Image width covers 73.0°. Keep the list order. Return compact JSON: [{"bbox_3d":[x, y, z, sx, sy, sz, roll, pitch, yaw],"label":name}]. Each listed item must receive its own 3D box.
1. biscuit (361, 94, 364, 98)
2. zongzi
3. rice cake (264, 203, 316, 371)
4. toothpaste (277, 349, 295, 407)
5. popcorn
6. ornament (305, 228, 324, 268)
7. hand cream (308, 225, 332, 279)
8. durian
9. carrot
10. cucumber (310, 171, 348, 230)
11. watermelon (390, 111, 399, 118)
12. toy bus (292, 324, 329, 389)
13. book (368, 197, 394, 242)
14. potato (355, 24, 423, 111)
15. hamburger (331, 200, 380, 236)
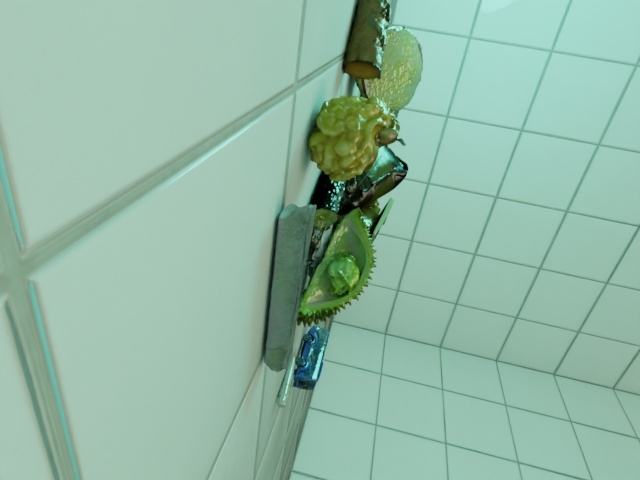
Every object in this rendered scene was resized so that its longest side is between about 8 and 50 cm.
[{"bbox_3d":[0.185,-0.593,1.711,0.199,0.041,0.121,98,10,-51],"label":"biscuit"},{"bbox_3d":[0.086,-0.257,1.315,0.290,0.317,0.154,-30,179,-41],"label":"zongzi"},{"bbox_3d":[-0.060,0.090,0.768,0.072,0.056,0.364,-68,169,-59],"label":"rice cake"},{"bbox_3d":[-0.093,0.403,1.262,0.190,0.031,0.048,-73,170,-57],"label":"toothpaste"},{"bbox_3d":[0.052,-0.211,0.838,0.194,0.163,0.140,-42,139,-20],"label":"popcorn"},{"bbox_3d":[-0.022,0.014,1.065,0.073,0.028,0.125,46,61,-57],"label":"ornament"},{"bbox_3d":[0.000,0.000,1.174,0.079,0.048,0.255,-38,149,-42],"label":"hand cream"},{"bbox_3d":[0.037,0.090,1.205,0.158,0.170,0.355,16,-107,56],"label":"durian"},{"bbox_3d":[0.116,-0.525,1.036,0.102,0.102,0.262,5,92,-84],"label":"carrot"},{"bbox_3d":[0.035,-0.153,1.076,0.081,0.073,0.303,93,11,-47],"label":"cucumber"},{"bbox_3d":[0.204,-0.439,1.769,0.256,0.140,0.192,-59,171,-27],"label":"watermelon"},{"bbox_3d":[-0.032,0.408,1.520,0.236,0.094,0.079,-70,171,-51],"label":"toy bus"},{"bbox_3d":[0.170,-0.020,1.409,0.157,0.026,0.231,-60,178,-30],"label":"book"},{"bbox_3d":[0.189,-0.524,1.303,0.299,0.116,0.238,-5,123,-51],"label":"potato"},{"bbox_3d":[0.100,-0.083,1.440,0.155,0.246,0.282,-53,-129,34],"label":"hamburger"}]
